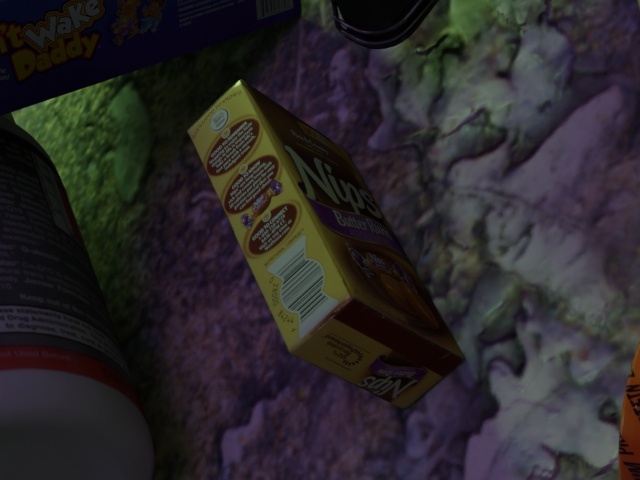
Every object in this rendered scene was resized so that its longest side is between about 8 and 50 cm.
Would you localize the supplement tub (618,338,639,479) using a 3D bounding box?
[{"bbox_3d":[0.280,0.092,0.549,0.316,0.194,0.193,13,77,44],"label":"supplement tub"}]

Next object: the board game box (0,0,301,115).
[{"bbox_3d":[-0.222,-0.174,1.037,0.347,0.078,0.233,-23,37,-28],"label":"board game box"}]

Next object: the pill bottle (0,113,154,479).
[{"bbox_3d":[-0.254,0.039,1.015,0.210,0.210,0.363,-41,48,17],"label":"pill bottle"}]

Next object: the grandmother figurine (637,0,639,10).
[{"bbox_3d":[0.208,-0.213,0.841,0.208,0.104,0.342,-8,58,12],"label":"grandmother figurine"}]

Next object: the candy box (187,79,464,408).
[{"bbox_3d":[0.000,0.000,0.891,0.053,0.109,0.186,-43,48,16],"label":"candy box"}]

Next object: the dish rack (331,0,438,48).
[{"bbox_3d":[-0.005,-0.264,0.960,0.271,0.074,0.208,33,80,29],"label":"dish rack"}]
